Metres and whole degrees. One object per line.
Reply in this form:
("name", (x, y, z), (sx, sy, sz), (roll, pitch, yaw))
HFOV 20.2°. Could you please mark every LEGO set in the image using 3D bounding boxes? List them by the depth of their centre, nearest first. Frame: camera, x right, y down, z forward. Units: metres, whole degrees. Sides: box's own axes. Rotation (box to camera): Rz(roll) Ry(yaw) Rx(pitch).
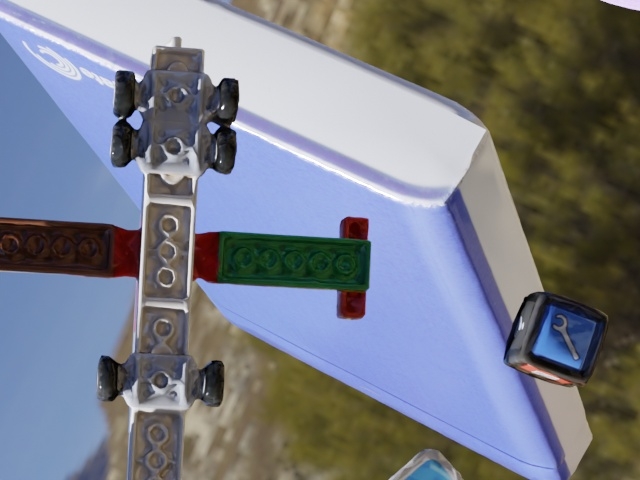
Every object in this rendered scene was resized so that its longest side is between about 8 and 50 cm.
("LEGO set", (-0.046, 0.064, 0.482), (0.244, 0.182, 0.060), (-40, 0, -10))

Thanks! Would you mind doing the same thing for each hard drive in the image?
("hard drive", (0.000, 0.000, 0.763), (0.040, 0.210, 0.318), (-58, -25, -14))

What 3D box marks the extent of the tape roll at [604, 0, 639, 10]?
("tape roll", (0.228, -0.286, 1.136), (0.274, 0.275, 0.090), (-67, -6, 34))
